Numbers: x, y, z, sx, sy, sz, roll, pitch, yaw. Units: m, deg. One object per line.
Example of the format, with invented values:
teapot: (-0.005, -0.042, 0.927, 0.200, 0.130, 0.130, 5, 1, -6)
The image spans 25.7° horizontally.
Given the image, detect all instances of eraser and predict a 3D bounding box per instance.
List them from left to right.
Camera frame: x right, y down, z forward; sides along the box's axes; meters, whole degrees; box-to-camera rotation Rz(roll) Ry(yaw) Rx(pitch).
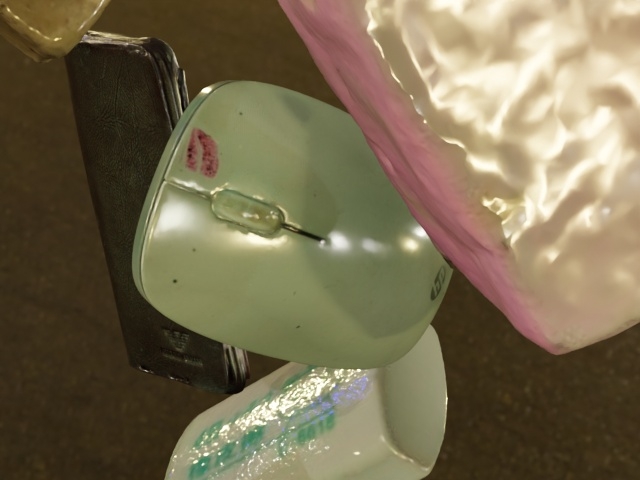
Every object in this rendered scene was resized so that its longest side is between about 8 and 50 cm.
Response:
eraser: (-0.018, 0.195, 1.338, 0.104, 0.290, 0.189, 43, 33, -22)

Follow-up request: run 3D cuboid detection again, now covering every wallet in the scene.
wallet: (-0.144, -0.020, 1.199, 0.045, 0.318, 0.172, -24, 24, -35)

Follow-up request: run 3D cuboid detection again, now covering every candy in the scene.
candy: (0.067, -0.105, 0.517, 0.265, 0.155, 0.116, 56, -2, -25)

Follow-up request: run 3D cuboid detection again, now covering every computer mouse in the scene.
computer mouse: (0.005, 0.002, 0.886, 0.097, 0.159, 0.288, 23, 1, 32)

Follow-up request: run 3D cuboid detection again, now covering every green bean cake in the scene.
green bean cake: (-0.217, -0.212, 0.945, 0.179, 0.109, 0.085, 38, -10, -21)
